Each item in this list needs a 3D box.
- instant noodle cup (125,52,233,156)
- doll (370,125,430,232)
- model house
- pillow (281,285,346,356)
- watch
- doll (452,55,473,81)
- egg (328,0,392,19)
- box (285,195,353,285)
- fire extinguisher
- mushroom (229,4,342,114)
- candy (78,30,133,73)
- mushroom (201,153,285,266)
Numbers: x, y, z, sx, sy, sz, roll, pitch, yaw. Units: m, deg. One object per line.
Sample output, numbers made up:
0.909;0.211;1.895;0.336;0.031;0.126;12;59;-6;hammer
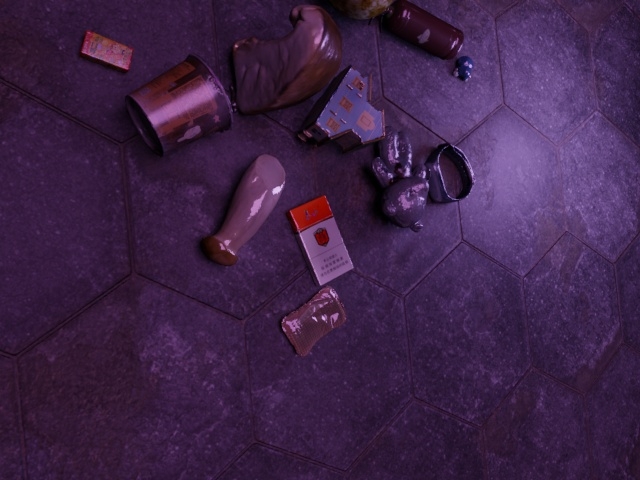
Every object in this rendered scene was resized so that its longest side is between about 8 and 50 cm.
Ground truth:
-0.364;-0.336;1.523;0.207;0.217;0.217;-34;103;-22;instant noodle cup
0.268;-0.207;1.901;0.246;0.158;0.340;12;77;-41;doll
0.083;-0.355;1.791;0.206;0.178;0.271;36;67;-17;model house
-0.015;0.235;1.773;0.211;0.034;0.135;-36;102;-29;pillow
0.444;-0.233;2.060;0.193;0.068;0.206;-27;103;-32;watch
0.523;-0.621;2.146;0.076;0.050;0.083;21;74;-32;doll
0.110;-0.818;1.816;0.238;0.238;0.289;-26;76;-29;egg
0.000;0.000;1.799;0.139;0.035;0.245;-25;99;-29;box
0.317;-0.710;1.995;0.337;0.114;0.135;17;91;-28;fire extinguisher
-0.035;-0.490;1.612;0.313;0.397;0.224;-13;94;-33;mushroom
-0.544;-0.478;1.517;0.122;0.038;0.062;16;78;-28;candy
-0.201;-0.089;1.643;0.128;0.128;0.350;38;73;-22;mushroom
